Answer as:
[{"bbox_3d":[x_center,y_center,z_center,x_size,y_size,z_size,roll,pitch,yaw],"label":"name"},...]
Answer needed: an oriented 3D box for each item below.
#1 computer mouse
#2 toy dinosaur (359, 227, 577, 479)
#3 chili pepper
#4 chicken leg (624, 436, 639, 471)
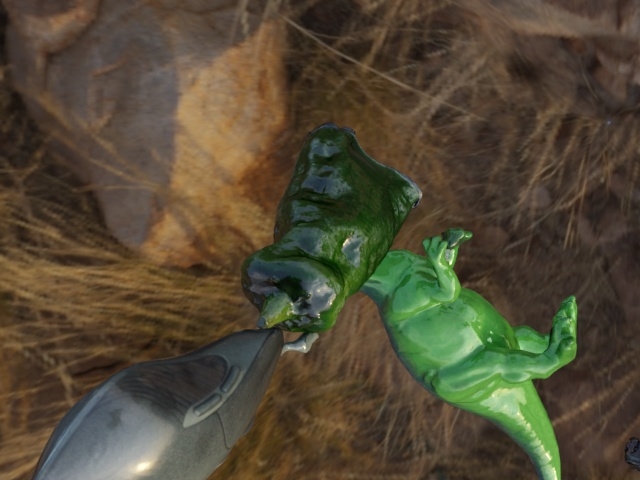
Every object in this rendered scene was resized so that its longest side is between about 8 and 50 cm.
[{"bbox_3d":[-0.102,0.155,1.083,0.090,0.379,0.167,47,128,15],"label":"computer mouse"},{"bbox_3d":[0.135,0.185,1.561,0.375,0.144,0.500,4,119,3],"label":"toy dinosaur"},{"bbox_3d":[0.000,0.000,1.254,0.136,0.270,0.099,46,130,-14],"label":"chili pepper"},{"bbox_3d":[0.378,0.237,1.156,0.106,0.253,0.051,-1,103,-20],"label":"chicken leg"}]
